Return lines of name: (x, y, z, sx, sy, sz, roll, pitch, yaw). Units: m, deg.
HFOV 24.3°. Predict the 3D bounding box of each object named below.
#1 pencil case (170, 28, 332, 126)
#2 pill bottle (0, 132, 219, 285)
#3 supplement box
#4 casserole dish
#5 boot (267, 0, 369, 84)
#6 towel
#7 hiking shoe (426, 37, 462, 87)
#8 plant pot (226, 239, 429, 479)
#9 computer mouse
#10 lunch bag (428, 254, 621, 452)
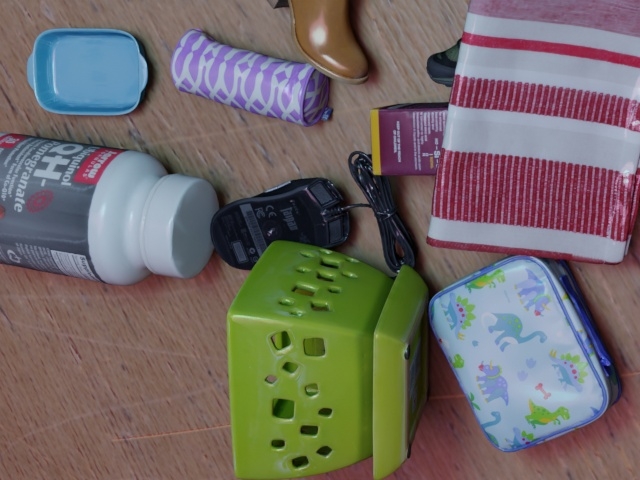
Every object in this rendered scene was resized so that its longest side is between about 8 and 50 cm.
pencil case: (-0.085, -0.207, 1.861, 0.206, 0.086, 0.088, 17, 71, 19)
pill bottle: (-0.300, -0.037, 1.932, 0.318, 0.176, 0.176, 9, 102, 23)
supplement box: (0.164, -0.121, 1.746, 0.188, 0.104, 0.081, 1, 100, 24)
casserole dish: (-0.304, -0.225, 1.982, 0.188, 0.037, 0.114, 3, 99, 23)
boot: (0.016, -0.297, 1.781, 0.197, 0.073, 0.152, 50, 133, 14)
towel: (0.256, -0.134, 1.632, 0.237, 0.037, 0.329, 6, 109, -9)
hiking shoe: (0.210, -0.253, 1.698, 0.226, 0.086, 0.114, -19, 103, 34)
plant pot: (0.017, 0.146, 1.772, 0.207, 0.228, 0.227, 5, 114, 13)
computer mouse: (0.000, 0.000, 1.873, 0.262, 0.060, 0.184, -21, 102, 26)
lunch bag: (0.245, 0.128, 1.757, 0.176, 0.090, 0.219, -28, 86, 26)
